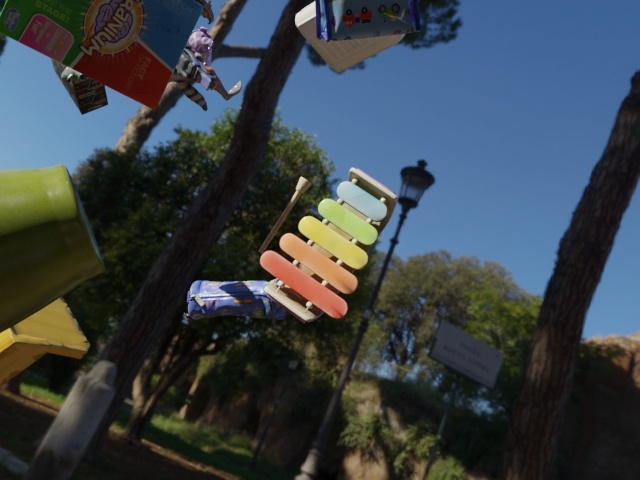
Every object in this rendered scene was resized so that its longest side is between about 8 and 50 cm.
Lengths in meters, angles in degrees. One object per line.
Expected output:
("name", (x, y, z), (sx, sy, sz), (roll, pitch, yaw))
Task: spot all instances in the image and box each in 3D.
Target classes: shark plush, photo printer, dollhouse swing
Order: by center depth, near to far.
("shark plush", (-0.616, -0.417, 1.438), (0.161, 0.067, 0.073), (40, -19, 41))
("dollhouse swing", (-0.888, 0.262, 1.563), (0.347, 0.315, 0.305), (46, -14, 28))
("photo printer", (0.109, -0.714, 1.857), (0.307, 0.107, 0.256), (-16, -40, 37))

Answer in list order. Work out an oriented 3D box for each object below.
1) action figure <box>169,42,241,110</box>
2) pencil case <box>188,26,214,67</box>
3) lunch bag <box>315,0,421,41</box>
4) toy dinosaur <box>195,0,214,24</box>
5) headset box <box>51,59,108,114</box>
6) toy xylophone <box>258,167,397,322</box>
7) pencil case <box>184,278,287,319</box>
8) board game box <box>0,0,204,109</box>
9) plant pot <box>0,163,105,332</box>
("action figure", (-0.372, -0.440, 1.502), (0.330, 0.179, 0.341), (6, 37, -52))
("pencil case", (-0.403, -0.629, 1.880), (0.086, 0.088, 0.206), (11, -8, -14))
("lunch bag", (0.096, -0.613, 1.267), (0.220, 0.294, 0.138), (-9, 24, -8))
("toy dinosaur", (-0.524, -0.922, 2.118), (0.295, 0.201, 0.127), (-12, 2, -33))
("headset box", (-0.850, -0.615, 1.957), (0.218, 0.110, 0.293), (56, -23, 10))
("toy xylophone", (0.000, 0.000, 1.142), (0.236, 0.323, 0.081), (26, -6, 14))
("pencil case", (-0.249, 0.173, 1.661), (0.305, 0.120, 0.133), (-3, -12, 16))
("board game box", (-0.426, -0.440, 1.113), (0.316, 0.242, 0.064), (23, 7, -32))
("plant pot", (-0.636, 0.012, 1.112), (0.366, 0.352, 0.367), (52, -26, 38))
